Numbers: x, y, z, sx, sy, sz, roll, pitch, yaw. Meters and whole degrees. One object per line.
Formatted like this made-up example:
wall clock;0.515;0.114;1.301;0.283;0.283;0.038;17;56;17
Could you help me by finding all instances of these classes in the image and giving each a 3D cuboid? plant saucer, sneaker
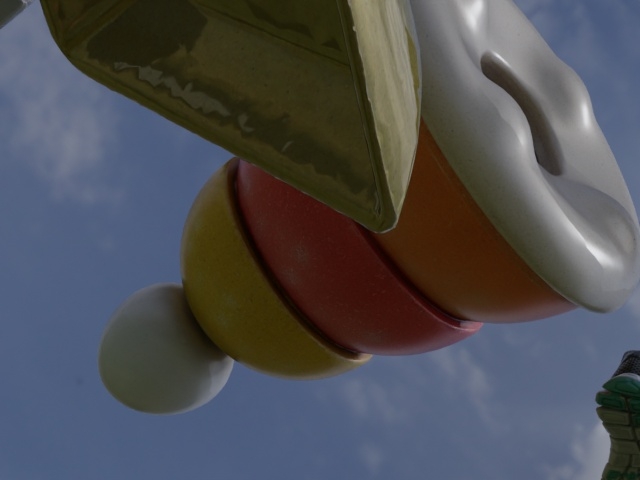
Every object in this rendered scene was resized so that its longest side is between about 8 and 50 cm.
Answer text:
plant saucer;-0.068;-0.206;0.994;0.333;0.081;0.333;29;-37;43
sneaker;0.272;0.163;1.557;0.065;0.076;0.166;7;-52;18

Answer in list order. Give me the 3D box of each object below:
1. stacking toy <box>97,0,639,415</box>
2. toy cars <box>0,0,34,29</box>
stacking toy;0.000;0.000;1.572;0.480;0.350;0.350;-32;-77;22
toy cars;-0.380;-0.247;1.381;0.394;0.087;0.176;15;-82;13
